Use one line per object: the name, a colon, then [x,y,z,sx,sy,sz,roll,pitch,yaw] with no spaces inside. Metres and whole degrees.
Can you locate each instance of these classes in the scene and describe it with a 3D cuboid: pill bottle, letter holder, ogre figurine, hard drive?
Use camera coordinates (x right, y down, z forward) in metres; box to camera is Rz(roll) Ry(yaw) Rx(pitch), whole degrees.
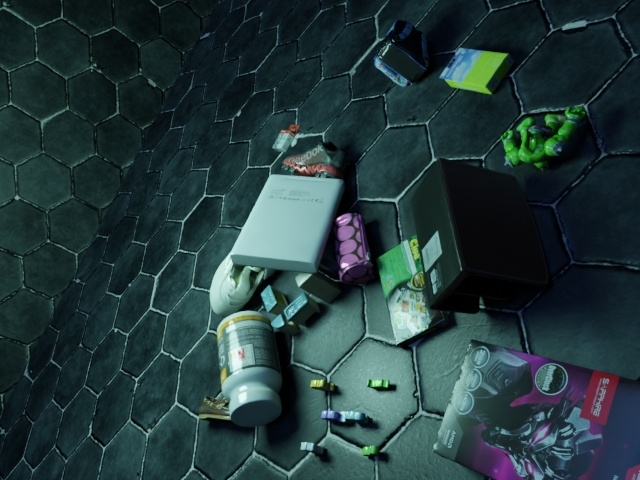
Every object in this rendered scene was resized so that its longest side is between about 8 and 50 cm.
pill bottle: [-0.188,0.339,1.536,0.162,0.162,0.278,-38,41,22]
letter holder: [0.340,-0.004,1.250,0.152,0.215,0.301,117,157,-50]
ogre figurine: [0.481,-0.222,1.277,0.197,0.097,0.118,5,56,36]
hard drive: [-0.081,-0.057,1.603,0.233,0.047,0.353,6,43,13]

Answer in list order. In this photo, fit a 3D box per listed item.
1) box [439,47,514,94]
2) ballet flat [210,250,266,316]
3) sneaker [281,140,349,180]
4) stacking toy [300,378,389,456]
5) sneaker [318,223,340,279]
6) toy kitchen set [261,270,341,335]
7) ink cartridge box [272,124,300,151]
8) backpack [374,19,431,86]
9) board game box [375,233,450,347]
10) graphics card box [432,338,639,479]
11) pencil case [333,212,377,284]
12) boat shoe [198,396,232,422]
box: [0.418,-0.459,1.553,0.109,0.042,0.178,-55,38,0]
ballet flat: [-0.219,0.083,1.721,0.400,0.139,0.139,-59,37,15]
sneaker: [-0.012,-0.249,1.820,0.276,0.098,0.135,15,76,48]
stacking toy: [0.053,0.403,1.321,0.221,0.052,0.166,-14,54,40]
sneaker: [0.000,0.000,1.623,0.122,0.110,0.283,-47,39,6]
toy kitchen set: [-0.077,0.135,1.595,0.207,0.122,0.166,-45,39,14]
ink cartridge box: [-0.125,-0.377,2.086,0.063,0.029,0.115,18,78,51]
backpack: [0.252,-0.570,1.727,0.117,0.158,0.173,-43,22,45]
board game box: [0.214,0.115,1.374,0.136,0.030,0.259,-35,43,28]
graphics card box: [0.394,0.324,0.981,0.371,0.094,0.232,8,70,50]
pencil case: [0.090,0.016,1.528,0.098,0.095,0.209,-54,32,38]
boat shoe: [-0.271,0.469,1.603,0.207,0.073,0.073,-10,59,43]
